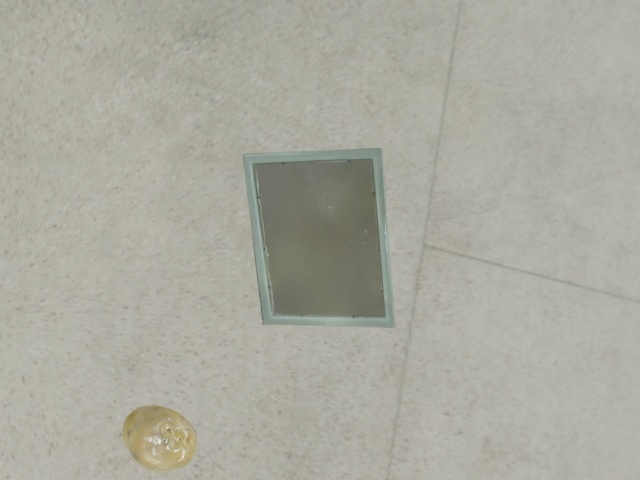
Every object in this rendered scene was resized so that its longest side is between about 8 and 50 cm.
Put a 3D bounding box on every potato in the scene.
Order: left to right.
[{"bbox_3d":[-0.169,0.203,0.799,0.068,0.083,0.062,4,93,-50],"label":"potato"}]

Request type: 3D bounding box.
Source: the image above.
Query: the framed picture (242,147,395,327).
[{"bbox_3d":[0.000,0.000,1.130,0.217,0.017,0.275,2,107,18],"label":"framed picture"}]
